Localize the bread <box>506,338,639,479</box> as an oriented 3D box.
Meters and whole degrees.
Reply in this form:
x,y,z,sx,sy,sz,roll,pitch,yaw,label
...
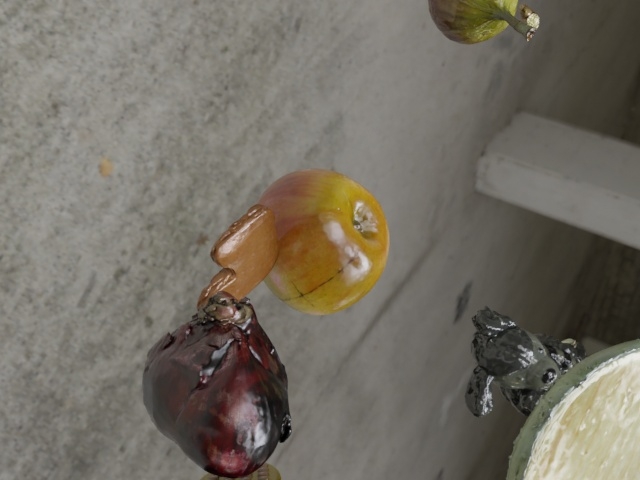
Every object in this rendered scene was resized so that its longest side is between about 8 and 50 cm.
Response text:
x,y,z,sx,sy,sz,roll,pitch,yaw,label
0.292,0.218,0.972,0.267,0.040,0.266,-11,114,-27,bread

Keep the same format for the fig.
x,y,z,sx,sy,sz,roll,pitch,yaw,label
0.298,-0.406,1.634,0.143,0.231,0.160,-24,128,-45,fig

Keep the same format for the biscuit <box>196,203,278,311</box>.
x,y,z,sx,sy,sz,roll,pitch,yaw,label
-0.146,0.043,1.657,0.186,0.036,0.192,-39,151,-23,biscuit

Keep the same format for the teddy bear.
x,y,z,sx,sy,sz,roll,pitch,yaw,label
0.324,0.221,1.548,0.251,0.144,0.171,18,97,-48,teddy bear

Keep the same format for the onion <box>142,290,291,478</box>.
x,y,z,sx,sy,sz,roll,pitch,yaw,label
-0.157,0.240,1.468,0.221,0.281,0.280,9,105,-26,onion

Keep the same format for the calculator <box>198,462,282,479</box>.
x,y,z,sx,sy,sz,roll,pitch,yaw,label
-0.131,0.391,1.438,0.235,0.146,0.032,-67,150,-77,calculator

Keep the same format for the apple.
x,y,z,sx,sy,sz,roll,pitch,yaw,label
0.000,0.000,1.839,0.233,0.286,0.286,-30,178,36,apple

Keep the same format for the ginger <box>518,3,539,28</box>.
x,y,z,sx,sy,sz,roll,pitch,yaw,label
0.378,-0.402,1.720,0.030,0.048,0.097,-28,177,12,ginger
